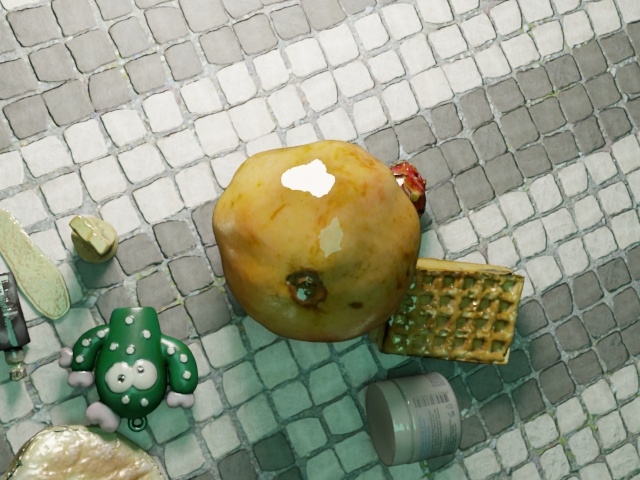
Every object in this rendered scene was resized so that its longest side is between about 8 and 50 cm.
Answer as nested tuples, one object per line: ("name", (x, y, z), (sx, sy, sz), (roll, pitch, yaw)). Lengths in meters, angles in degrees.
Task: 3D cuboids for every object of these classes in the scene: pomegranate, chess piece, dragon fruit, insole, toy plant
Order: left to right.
("insole", (-0.575, 0.045, 1.421), (0.081, 0.011, 0.247), (-36, 96, -12))
("chess piece", (-0.427, -0.004, 1.363), (0.090, 0.200, 0.090), (1, 86, -15))
("toy plant", (-0.368, 0.253, 1.413), (0.233, 0.112, 0.243), (-28, 89, -15))
("pomegranate", (0.000, 0.000, 1.396), (0.412, 0.411, 0.411), (1, 87, -14))
("dragon fruit", (0.177, -0.049, 1.568), (0.125, 0.125, 0.246), (-6, 112, 18))

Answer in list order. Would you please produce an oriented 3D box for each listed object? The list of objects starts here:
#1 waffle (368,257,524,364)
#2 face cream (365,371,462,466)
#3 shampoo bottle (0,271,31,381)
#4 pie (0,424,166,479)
("waffle", (0.271, 0.148, 1.568), (0.308, 0.091, 0.212), (6, 100, -14))
("face cream", (0.194, 0.372, 1.515), (0.153, 0.177, 0.177), (-7, 89, -16))
("shampoo bottle", (-0.598, 0.165, 1.383), (0.057, 0.063, 0.207), (-13, 91, -5))
("pie", (-0.436, 0.489, 1.345), (0.338, 0.075, 0.337), (19, 49, -23))
